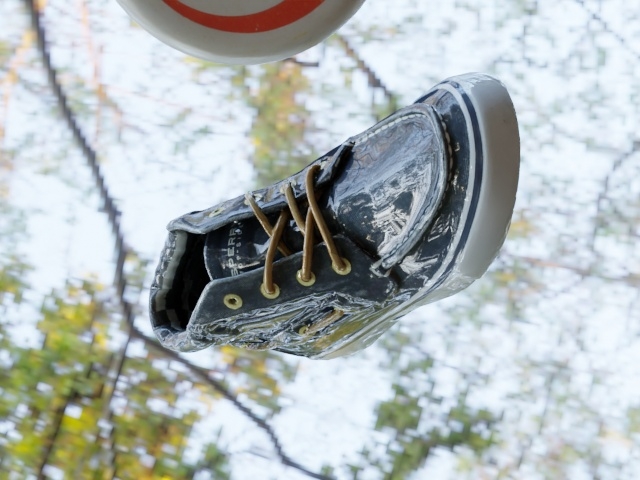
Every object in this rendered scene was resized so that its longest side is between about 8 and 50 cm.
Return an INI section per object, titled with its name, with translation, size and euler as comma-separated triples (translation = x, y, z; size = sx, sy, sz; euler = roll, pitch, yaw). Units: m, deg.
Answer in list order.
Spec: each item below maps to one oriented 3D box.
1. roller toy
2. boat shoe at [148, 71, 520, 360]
[roller toy]
translation = -0.053, -0.219, 1.183
size = 0.209, 0.146, 0.191
euler = 7, -69, -2
[boat shoe]
translation = 0.000, 0.000, 0.654
size = 0.083, 0.183, 0.065
euler = -2, -114, -24
